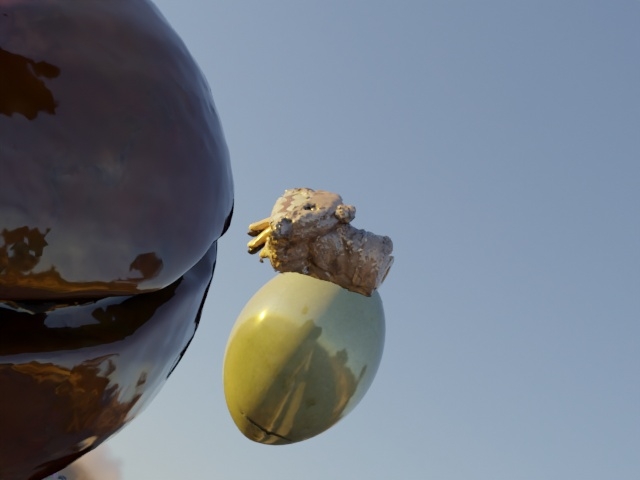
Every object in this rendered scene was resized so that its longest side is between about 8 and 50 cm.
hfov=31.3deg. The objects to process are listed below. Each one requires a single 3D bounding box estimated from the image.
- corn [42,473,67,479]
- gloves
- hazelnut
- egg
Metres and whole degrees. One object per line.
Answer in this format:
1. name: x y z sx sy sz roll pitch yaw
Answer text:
1. corn: -0.253 0.204 0.901 0.281 0.092 0.092 30 -22 -4
2. gloves: 0.005 0.000 1.146 0.144 0.094 0.110 22 16 -11
3. hazelnut: -0.271 -0.027 0.716 0.429 0.402 0.402 44 -18 27
4. egg: -0.021 0.139 1.423 0.187 0.253 0.186 33 -6 4
